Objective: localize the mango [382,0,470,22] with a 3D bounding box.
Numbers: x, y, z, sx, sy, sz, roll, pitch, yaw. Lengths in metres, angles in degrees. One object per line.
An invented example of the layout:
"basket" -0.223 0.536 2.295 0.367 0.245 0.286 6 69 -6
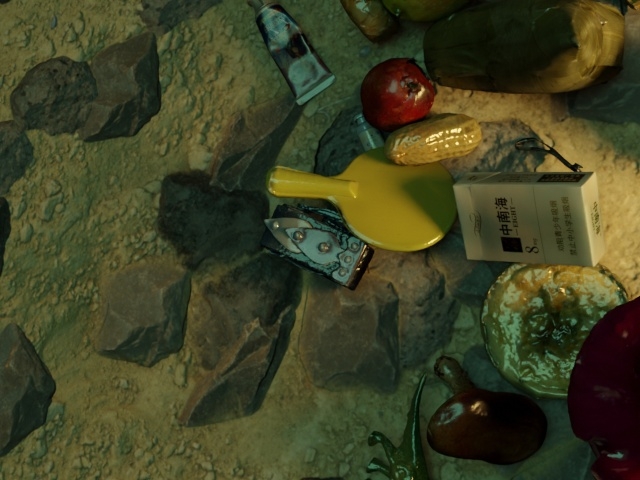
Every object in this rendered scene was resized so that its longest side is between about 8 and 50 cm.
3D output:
"mango" 0.234 -0.592 1.712 0.225 0.201 0.381 4 67 38

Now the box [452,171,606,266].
"box" 0.360 -0.039 1.543 0.243 0.067 0.155 4 117 38

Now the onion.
"onion" 0.558 0.243 1.280 0.399 0.420 0.398 -4 75 15

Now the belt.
"belt" -0.001 0.001 1.723 0.218 0.122 0.128 24 87 16

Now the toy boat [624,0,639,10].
"toy boat" 0.550 -0.507 1.624 0.057 0.077 0.200 -25 71 15

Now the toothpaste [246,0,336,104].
"toothpaste" -0.070 -0.417 1.882 0.096 0.061 0.266 -34 75 12

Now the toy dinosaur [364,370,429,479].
"toy dinosaur" 0.194 0.480 1.555 0.301 0.087 0.446 24 101 29

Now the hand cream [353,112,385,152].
"hand cream" 0.112 -0.175 1.756 0.065 0.043 0.170 -25 73 6

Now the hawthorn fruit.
"hawthorn fruit" 0.152 -0.283 1.696 0.148 0.172 0.148 1 85 -10

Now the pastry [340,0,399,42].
"pastry" 0.093 -0.463 1.768 0.081 0.153 0.153 -30 69 23

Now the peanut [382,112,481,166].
"peanut" 0.209 -0.191 1.673 0.194 0.083 0.093 -12 59 -8

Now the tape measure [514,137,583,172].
"tape measure" 0.415 -0.107 1.622 0.104 0.107 0.179 1 38 -4

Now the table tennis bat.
"table tennis bat" 0.080 -0.087 1.678 0.369 0.054 0.224 7 63 0

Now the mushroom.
"mushroom" 0.273 0.280 1.560 0.148 0.227 0.217 -59 26 23

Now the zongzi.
"zongzi" 0.313 -0.333 1.528 0.356 0.393 0.174 2 103 27

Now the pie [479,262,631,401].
"pie" 0.413 0.146 1.559 0.274 0.055 0.274 -5 78 22
